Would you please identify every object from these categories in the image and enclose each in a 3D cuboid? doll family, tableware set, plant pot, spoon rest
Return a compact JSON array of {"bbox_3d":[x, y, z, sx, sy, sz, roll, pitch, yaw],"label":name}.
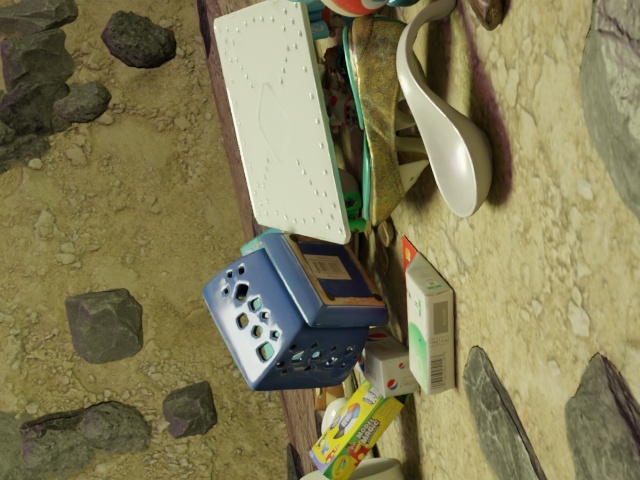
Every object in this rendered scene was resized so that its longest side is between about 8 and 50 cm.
[{"bbox_3d":[0.049,-0.307,1.494,0.163,0.118,0.262,35,142,48],"label":"doll family"},{"bbox_3d":[0.103,-0.028,1.679,0.168,0.020,0.141,97,159,-55],"label":"tableware set"},{"bbox_3d":[-0.034,0.116,1.656,0.212,0.236,0.236,-49,56,30],"label":"plant pot"},{"bbox_3d":[0.153,-0.163,1.159,0.137,0.084,0.276,147,113,-78],"label":"spoon rest"}]

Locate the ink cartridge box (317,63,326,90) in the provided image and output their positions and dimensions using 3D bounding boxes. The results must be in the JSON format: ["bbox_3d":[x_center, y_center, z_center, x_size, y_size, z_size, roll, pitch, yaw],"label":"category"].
[{"bbox_3d":[-0.048,-0.213,1.863,0.223,0.045,0.223,-55,-27,-44],"label":"ink cartridge box"}]

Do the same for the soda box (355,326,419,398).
[{"bbox_3d":[0.117,0.225,1.725,0.216,0.069,0.073,-149,50,-74],"label":"soda box"}]

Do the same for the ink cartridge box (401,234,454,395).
[{"bbox_3d":[0.154,0.115,1.491,0.224,0.056,0.180,-127,28,-61],"label":"ink cartridge box"}]

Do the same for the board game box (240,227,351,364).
[{"bbox_3d":[-0.050,0.122,2.121,0.254,0.079,0.335,-33,65,43],"label":"board game box"}]

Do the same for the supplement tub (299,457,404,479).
[{"bbox_3d":[0.090,0.611,1.781,0.241,0.241,0.331,152,106,-78],"label":"supplement tub"}]

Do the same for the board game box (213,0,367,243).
[{"bbox_3d":[-0.059,-0.205,1.559,0.390,0.050,0.389,13,117,64],"label":"board game box"}]

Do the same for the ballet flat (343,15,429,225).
[{"bbox_3d":[0.105,-0.158,1.309,0.123,0.123,0.348,-114,11,-49],"label":"ballet flat"}]

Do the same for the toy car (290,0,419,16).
[{"bbox_3d":[0.084,-0.405,1.119,0.238,0.219,0.210,-13,88,50],"label":"toy car"}]

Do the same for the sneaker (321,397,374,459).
[{"bbox_3d":[0.095,0.499,2.055,0.152,0.114,0.304,-5,100,65],"label":"sneaker"}]

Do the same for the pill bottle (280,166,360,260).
[{"bbox_3d":[0.000,0.000,1.849,0.162,0.162,0.278,-114,18,-49],"label":"pill bottle"}]

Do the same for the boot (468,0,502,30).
[{"bbox_3d":[0.176,-0.304,1.029,0.106,0.037,0.114,73,-178,-54],"label":"boot"}]

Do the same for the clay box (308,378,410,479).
[{"bbox_3d":[0.074,0.345,1.730,0.053,0.222,0.127,38,175,-13],"label":"clay box"}]

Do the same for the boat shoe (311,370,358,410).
[{"bbox_3d":[-0.005,0.258,2.208,0.122,0.120,0.323,100,156,-61],"label":"boat shoe"}]
